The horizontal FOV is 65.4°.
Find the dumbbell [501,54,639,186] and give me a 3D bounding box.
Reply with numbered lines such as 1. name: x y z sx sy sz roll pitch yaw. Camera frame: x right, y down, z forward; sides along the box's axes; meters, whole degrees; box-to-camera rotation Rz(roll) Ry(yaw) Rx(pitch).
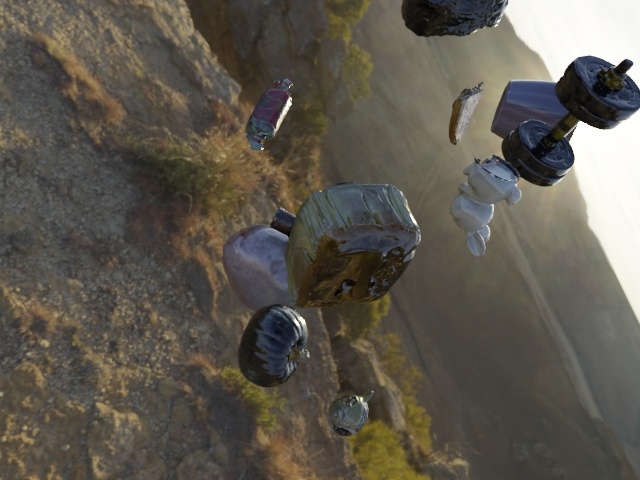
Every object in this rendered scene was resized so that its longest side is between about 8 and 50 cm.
1. dumbbell: 0.599 -0.282 1.214 0.185 0.388 0.185 10 56 -15

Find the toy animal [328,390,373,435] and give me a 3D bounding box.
1. toy animal: 0.084 0.442 1.272 0.137 0.098 0.098 -13 78 -35

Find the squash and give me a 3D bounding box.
1. squash: -0.111 0.248 1.176 0.156 0.193 0.193 41 10 34

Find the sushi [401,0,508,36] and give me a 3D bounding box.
1. sushi: 0.278 -0.497 1.008 0.127 0.225 0.124 103 -26 -62

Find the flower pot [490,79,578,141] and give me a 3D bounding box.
1. flower pot: 0.724 -0.419 1.696 0.265 0.243 0.264 16 90 -80

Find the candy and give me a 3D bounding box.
1. candy: -0.142 -0.353 1.382 0.059 0.086 0.292 89 20 -57

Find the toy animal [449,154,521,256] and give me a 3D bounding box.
1. toy animal: 0.222 -0.052 0.696 0.085 0.124 0.071 33 36 11

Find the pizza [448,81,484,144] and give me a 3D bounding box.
1. pizza: 0.219 -0.196 0.789 0.029 0.099 0.100 29 41 22

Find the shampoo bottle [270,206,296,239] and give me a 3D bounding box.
1. shampoo bottle: 0.000 0.000 1.562 0.323 0.129 0.084 28 47 -1

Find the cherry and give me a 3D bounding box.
1. cherry: -0.162 0.097 1.688 0.334 0.327 0.291 77 28 -44

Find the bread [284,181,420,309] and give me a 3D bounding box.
1. bread: 0.047 0.020 0.792 0.192 0.209 0.109 -2 48 -26
